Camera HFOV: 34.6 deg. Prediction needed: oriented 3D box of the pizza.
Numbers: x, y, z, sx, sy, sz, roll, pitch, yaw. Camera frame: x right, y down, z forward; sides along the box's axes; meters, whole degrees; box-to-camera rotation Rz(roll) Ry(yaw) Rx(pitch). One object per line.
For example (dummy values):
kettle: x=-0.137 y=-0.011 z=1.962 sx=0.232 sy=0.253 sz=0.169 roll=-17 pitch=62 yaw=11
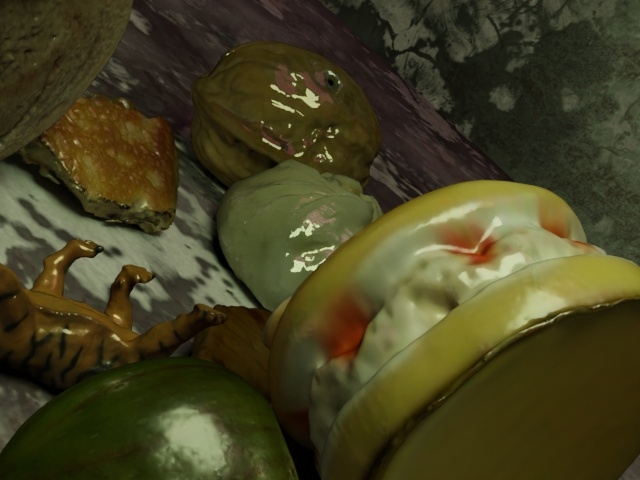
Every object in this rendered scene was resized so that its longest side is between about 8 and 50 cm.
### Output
pizza: x=-0.217 y=-0.079 z=0.947 sx=0.226 sy=0.069 sz=0.147 roll=9 pitch=56 yaw=-53

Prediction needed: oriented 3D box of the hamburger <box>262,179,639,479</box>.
hamburger: x=0.102 y=0.096 z=0.715 sx=0.186 sy=0.261 sz=0.302 roll=53 pitch=1 yaw=44

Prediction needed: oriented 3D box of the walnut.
walnut: x=-0.040 y=-0.133 z=1.221 sx=0.245 sy=0.198 sz=0.198 roll=24 pitch=22 yaw=-17

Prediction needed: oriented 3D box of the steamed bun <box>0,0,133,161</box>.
steamed bun: x=-0.305 y=-0.165 z=0.762 sx=0.251 sy=0.199 sz=0.301 roll=32 pitch=36 yaw=22

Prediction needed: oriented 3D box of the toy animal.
toy animal: x=-0.187 y=0.050 z=0.670 sx=0.255 sy=0.116 sz=0.114 roll=27 pitch=-2 yaw=-22

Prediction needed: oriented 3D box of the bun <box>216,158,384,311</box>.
bun: x=0.000 y=0.000 z=1.079 sx=0.231 sy=0.133 sz=0.231 roll=36 pitch=16 yaw=-12

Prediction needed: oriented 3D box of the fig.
fig: x=-0.136 y=0.144 z=0.535 sx=0.259 sy=0.151 sz=0.151 roll=-6 pitch=41 yaw=-28

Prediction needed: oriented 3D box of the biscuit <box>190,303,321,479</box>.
biscuit: x=0.031 y=0.186 z=0.818 sx=0.359 sy=0.046 sz=0.359 roll=37 pitch=18 yaw=-14
